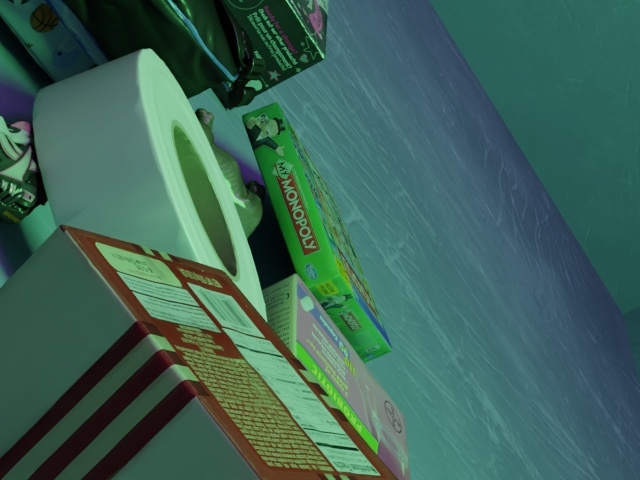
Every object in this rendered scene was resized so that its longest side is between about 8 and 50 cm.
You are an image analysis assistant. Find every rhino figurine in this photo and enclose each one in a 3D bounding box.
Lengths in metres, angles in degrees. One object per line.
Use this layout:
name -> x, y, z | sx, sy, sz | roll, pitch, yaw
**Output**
rhino figurine -> -0.137, -0.092, 1.742 | 0.243, 0.073, 0.106 | 52, 17, -29

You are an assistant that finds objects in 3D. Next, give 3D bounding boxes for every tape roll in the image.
tape roll -> -0.140, -0.016, 1.473 | 0.286, 0.100, 0.286 | -21, 90, -84

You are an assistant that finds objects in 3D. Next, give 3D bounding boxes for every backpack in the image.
backpack -> -0.193, -0.269, 1.609 | 0.276, 0.213, 0.263 | 60, 19, -45

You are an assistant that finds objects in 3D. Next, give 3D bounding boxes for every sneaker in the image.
sneaker -> -0.252, -0.050, 1.332 | 0.077, 0.072, 0.178 | 65, 17, 2

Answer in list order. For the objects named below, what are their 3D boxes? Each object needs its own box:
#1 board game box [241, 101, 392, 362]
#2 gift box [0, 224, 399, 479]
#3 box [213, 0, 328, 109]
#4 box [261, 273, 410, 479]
board game box -> 0.000, 0.000, 1.948 | 0.317, 0.046, 0.213 | 56, 12, -69
gift box -> -0.136, 0.156, 1.065 | 0.276, 0.258, 0.255 | 49, 11, 27
box -> -0.084, -0.299, 2.096 | 0.163, 0.142, 0.247 | 55, 19, -24
box -> -0.015, 0.194, 1.592 | 0.213, 0.117, 0.243 | 54, 19, -29
